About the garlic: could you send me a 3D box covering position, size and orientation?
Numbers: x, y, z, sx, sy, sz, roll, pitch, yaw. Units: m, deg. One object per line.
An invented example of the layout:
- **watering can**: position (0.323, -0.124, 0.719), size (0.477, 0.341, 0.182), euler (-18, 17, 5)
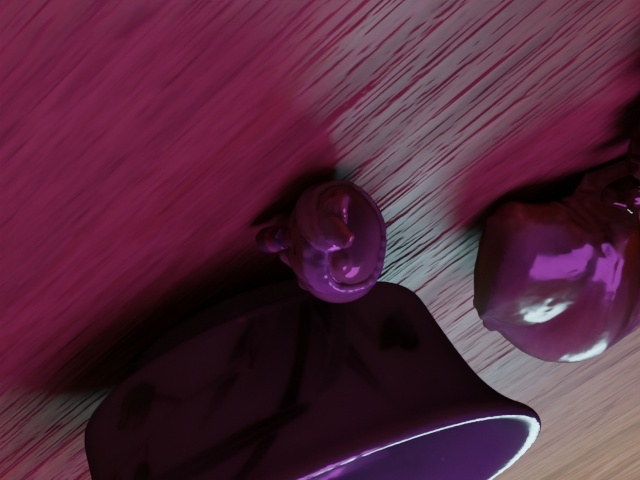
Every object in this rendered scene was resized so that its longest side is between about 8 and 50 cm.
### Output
- **garlic**: position (0.220, 0.024, 1.379), size (0.217, 0.110, 0.228), euler (-24, 161, -15)

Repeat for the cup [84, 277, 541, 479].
- **cup**: position (-0.031, 0.136, 1.273), size (0.347, 0.163, 0.347), euler (-23, 162, -8)

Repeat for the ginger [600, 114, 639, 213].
- **ginger**: position (0.265, -0.092, 1.156), size (0.122, 0.084, 0.290), euler (-14, 159, -10)

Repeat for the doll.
- **doll**: position (0.000, 0.000, 1.107), size (0.084, 0.073, 0.127), euler (7, 163, 4)
